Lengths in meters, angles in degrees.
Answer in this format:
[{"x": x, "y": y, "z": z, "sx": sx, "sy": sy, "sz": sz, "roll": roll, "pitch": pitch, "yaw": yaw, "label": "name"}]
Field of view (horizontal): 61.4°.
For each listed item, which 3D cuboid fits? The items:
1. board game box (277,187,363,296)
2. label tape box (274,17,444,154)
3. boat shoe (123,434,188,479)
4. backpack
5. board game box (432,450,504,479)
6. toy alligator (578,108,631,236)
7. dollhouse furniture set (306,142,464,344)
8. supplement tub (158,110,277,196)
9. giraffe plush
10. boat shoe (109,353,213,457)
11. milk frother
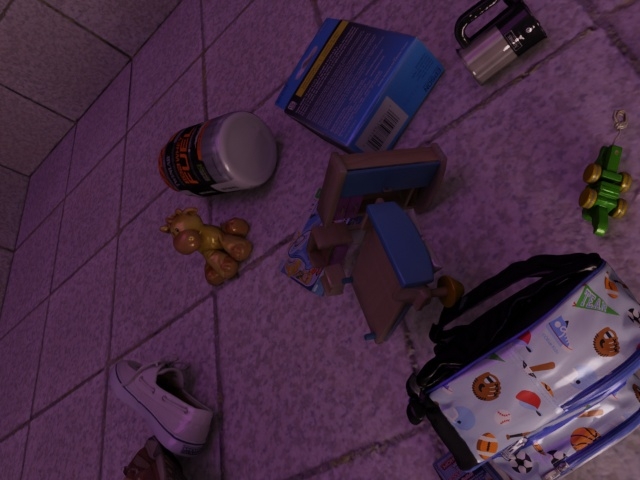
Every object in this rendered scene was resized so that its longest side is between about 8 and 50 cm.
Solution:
[{"x": 0.000, "y": 0.000, "z": 1.135, "sx": 0.136, "sy": 0.035, "sz": 0.201, "roll": 27, "pitch": 90, "yaw": 49, "label": "board game box"}, {"x": 0.066, "y": -0.338, "z": 1.191, "sx": 0.249, "sy": 0.115, "sz": 0.347, "roll": -57, "pitch": 39, "yaw": 6, "label": "label tape box"}, {"x": -0.333, "y": 0.498, "z": 1.082, "sx": 0.116, "sy": 0.123, "sz": 0.324, "roll": -39, "pitch": 8, "yaw": -21, "label": "boat shoe"}, {"x": 0.258, "y": 0.140, "z": 0.635, "sx": 0.213, "sy": 0.276, "sz": 0.263, "roll": 45, "pitch": 109, "yaw": 8, "label": "backpack"}, {"x": 0.219, "y": 0.345, "z": 0.634, "sx": 0.060, "sy": 0.194, "sz": 0.194, "roll": -32, "pitch": 43, "yaw": -6, "label": "board game box"}, {"x": 0.403, "y": -0.092, "z": 0.768, "sx": 0.051, "sy": 0.056, "sz": 0.190, "roll": 116, "pitch": 171, "yaw": -77, "label": "toy alligator"}, {"x": 0.133, "y": 0.034, "z": 0.890, "sx": 0.286, "sy": 0.198, "sz": 0.304, "roll": 106, "pitch": 149, "yaw": -50, "label": "dollhouse furniture set"}, {"x": -0.280, "y": -0.216, "z": 1.413, "sx": 0.315, "sy": 0.193, "sz": 0.194, "roll": -4, "pitch": 67, "yaw": 45, "label": "supplement tub"}, {"x": -0.295, "y": -0.011, "z": 1.336, "sx": 0.181, "sy": 0.170, "sz": 0.210, "roll": -51, "pitch": 43, "yaw": 14, "label": "giraffe plush"}, {"x": -0.365, "y": 0.334, "z": 1.255, "sx": 0.367, "sy": 0.135, "sz": 0.157, "roll": 24, "pitch": 87, "yaw": 46, "label": "boat shoe"}, {"x": 0.317, "y": -0.378, "z": 0.982, "sx": 0.134, "sy": 0.129, "sz": 0.143, "roll": -34, "pitch": 5, "yaw": 28, "label": "milk frother"}]
